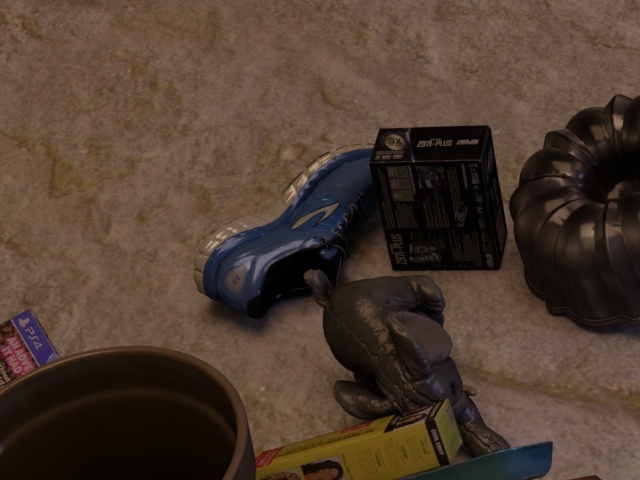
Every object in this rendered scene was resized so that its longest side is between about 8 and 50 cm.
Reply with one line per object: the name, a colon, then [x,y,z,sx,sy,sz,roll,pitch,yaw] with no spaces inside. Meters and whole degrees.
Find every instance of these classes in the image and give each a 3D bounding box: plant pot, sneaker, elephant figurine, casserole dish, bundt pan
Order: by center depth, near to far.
plant pot: [-0.204,0.317,1.805,0.323,0.280,0.323,-8,36,6]
casserole dish: [0.169,0.254,1.904,0.188,0.037,0.114,-23,-14,37]
elephant figurine: [0.099,0.146,2.030,0.186,0.169,0.239,-11,32,-6]
bundt pan: [0.377,-0.057,2.176,0.330,0.124,0.331,-20,41,19]
sneaker: [0.000,0.000,2.321,0.330,0.130,0.147,-37,53,-20]

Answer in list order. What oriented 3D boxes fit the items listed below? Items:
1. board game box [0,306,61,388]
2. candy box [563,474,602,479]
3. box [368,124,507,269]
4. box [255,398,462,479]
board game box: [-0.392,0.256,2.017,0.291,0.141,0.232,-29,46,-11]
candy box: [0.150,0.317,1.771,0.316,0.088,0.183,-9,6,-3]
box: [0.153,-0.053,2.271,0.147,0.180,0.077,-2,39,17]
box: [0.036,0.240,1.956,0.232,0.058,0.087,-18,6,17]
